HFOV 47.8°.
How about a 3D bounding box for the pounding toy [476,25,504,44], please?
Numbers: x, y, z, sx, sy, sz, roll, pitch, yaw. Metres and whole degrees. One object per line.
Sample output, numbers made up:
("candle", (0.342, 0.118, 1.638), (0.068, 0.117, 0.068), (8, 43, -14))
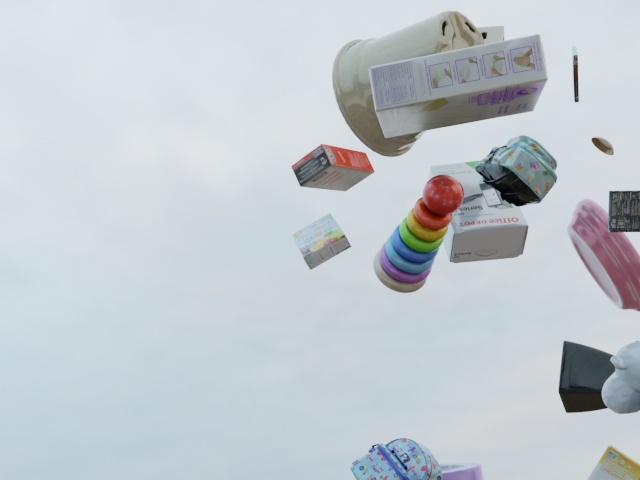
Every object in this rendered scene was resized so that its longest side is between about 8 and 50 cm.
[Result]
("pounding toy", (0.460, -0.478, 1.991), (0.094, 0.181, 0.206), (1, -52, 17))

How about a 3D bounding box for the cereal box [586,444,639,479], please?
("cereal box", (0.552, 0.530, 1.338), (0.240, 0.173, 0.047), (-60, -30, 4))

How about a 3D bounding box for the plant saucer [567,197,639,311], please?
("plant saucer", (0.737, 0.051, 1.850), (0.084, 0.332, 0.332), (-32, -33, 9))

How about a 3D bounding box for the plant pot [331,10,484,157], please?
("plant pot", (0.254, -0.420, 1.845), (0.333, 0.334, 0.305), (19, -27, -39))

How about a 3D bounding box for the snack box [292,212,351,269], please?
("snack box", (0.000, 0.000, 1.549), (0.100, 0.141, 0.037), (-29, -66, 0))

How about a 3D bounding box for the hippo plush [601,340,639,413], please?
("hippo plush", (0.736, 0.336, 1.572), (0.234, 0.236, 0.294), (-20, -45, -49))

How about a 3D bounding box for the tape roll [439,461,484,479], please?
("tape roll", (0.308, 0.668, 1.965), (0.274, 0.090, 0.275), (-6, -14, -2))

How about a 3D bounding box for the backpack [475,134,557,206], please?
("backpack", (0.497, -0.171, 1.783), (0.144, 0.166, 0.188), (-45, 7, 1))

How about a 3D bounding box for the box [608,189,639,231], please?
("box", (0.609, -0.058, 1.436), (0.067, 0.083, 0.018), (-1, 6, 9))

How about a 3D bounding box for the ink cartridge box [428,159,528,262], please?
("ink cartridge box", (0.436, -0.087, 2.028), (0.211, 0.289, 0.122), (-7, -45, -3))

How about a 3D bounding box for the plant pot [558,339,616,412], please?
("plant pot", (0.889, 0.455, 2.375), (0.167, 0.188, 0.187), (-1, -34, 27))

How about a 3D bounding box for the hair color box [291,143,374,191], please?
("hair color box", (0.023, -0.120, 1.208), (0.072, 0.043, 0.141), (-32, -16, 28))

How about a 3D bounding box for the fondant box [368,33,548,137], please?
("fondant box", (0.277, -0.307, 1.477), (0.330, 0.096, 0.238), (-10, -6, 9))

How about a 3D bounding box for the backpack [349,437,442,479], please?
("backpack", (0.176, 0.520, 1.616), (0.173, 0.158, 0.117), (-33, -47, -4))

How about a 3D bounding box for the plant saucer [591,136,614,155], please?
("plant saucer", (0.882, -0.298, 2.247), (0.015, 0.083, 0.083), (-48, -35, -1))

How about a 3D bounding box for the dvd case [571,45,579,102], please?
("dvd case", (0.631, -0.412, 1.786), (0.013, 0.087, 0.119), (-4, -63, 18))

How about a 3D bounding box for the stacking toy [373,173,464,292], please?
("stacking toy", (0.233, -0.027, 1.657), (0.141, 0.141, 0.330), (2, -41, -17))
